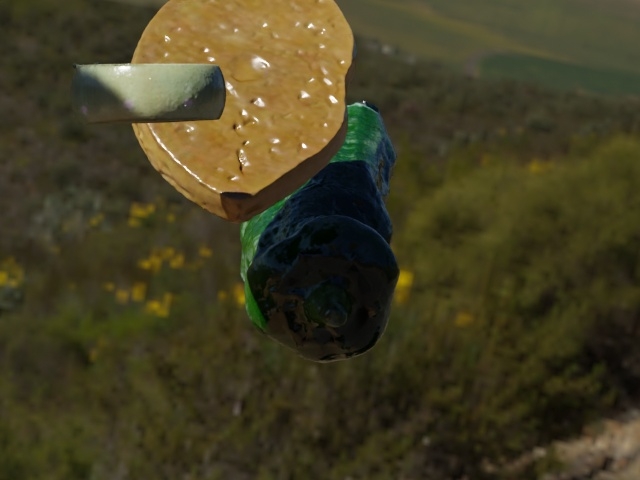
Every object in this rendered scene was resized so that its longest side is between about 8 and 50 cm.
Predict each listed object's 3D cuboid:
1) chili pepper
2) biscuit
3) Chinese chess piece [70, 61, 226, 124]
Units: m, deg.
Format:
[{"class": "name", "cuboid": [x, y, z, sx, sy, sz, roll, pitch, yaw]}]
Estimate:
[{"class": "chili pepper", "cuboid": [0.000, 0.000, 1.277, 0.136, 0.099, 0.270, -25, 26, 8]}, {"class": "biscuit", "cuboid": [-0.049, -0.100, 1.135, 0.142, 0.029, 0.220, 5, 52, -1]}, {"class": "Chinese chess piece", "cuboid": [-0.093, -0.080, 0.975, 0.084, 0.034, 0.084, -1, 4, 0]}]
